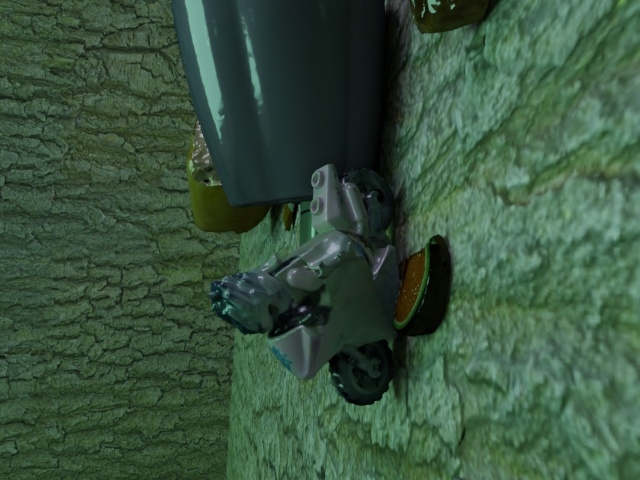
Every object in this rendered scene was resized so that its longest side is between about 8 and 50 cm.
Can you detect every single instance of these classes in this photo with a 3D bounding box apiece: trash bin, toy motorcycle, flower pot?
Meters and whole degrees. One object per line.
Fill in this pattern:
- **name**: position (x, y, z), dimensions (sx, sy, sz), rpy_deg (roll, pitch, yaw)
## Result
- **trash bin**: position (0.000, 0.000, 0.800), dimensions (0.116, 0.059, 0.129), rpy_deg (171, 102, -79)
- **toy motorcycle**: position (-0.009, 0.034, 0.516), dimensions (0.108, 0.204, 0.239), rpy_deg (-40, 50, 50)
- **flower pot**: position (-0.038, -0.168, 0.659), dimensions (0.265, 0.265, 0.243), rpy_deg (-165, 67, -77)

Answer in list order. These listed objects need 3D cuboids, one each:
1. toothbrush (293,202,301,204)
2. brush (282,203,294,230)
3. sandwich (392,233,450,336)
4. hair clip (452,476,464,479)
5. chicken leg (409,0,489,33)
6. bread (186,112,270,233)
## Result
- **toothbrush**: position (-0.032, -0.250, 1.067), dimensions (0.041, 0.041, 0.363), rpy_deg (-134, 48, -73)
- **brush**: position (-0.049, -0.184, 1.165), dimensions (0.085, 0.020, 0.336), rpy_deg (-108, 26, -60)
- **sandwich**: position (0.090, 0.042, 0.468), dimensions (0.069, 0.026, 0.101), rpy_deg (-122, 41, -76)
- **hair clip**: position (0.103, 0.176, 0.340), dimensions (0.115, 0.039, 0.030), rpy_deg (132, 135, -66)
- **chicken leg**: position (0.077, -0.373, 0.439), dimensions (0.295, 0.182, 0.409), rpy_deg (-135, 34, -85)
- **bread**: position (-0.230, -0.212, 1.493), dimensions (0.394, 0.250, 0.360), rpy_deg (109, 163, -61)
